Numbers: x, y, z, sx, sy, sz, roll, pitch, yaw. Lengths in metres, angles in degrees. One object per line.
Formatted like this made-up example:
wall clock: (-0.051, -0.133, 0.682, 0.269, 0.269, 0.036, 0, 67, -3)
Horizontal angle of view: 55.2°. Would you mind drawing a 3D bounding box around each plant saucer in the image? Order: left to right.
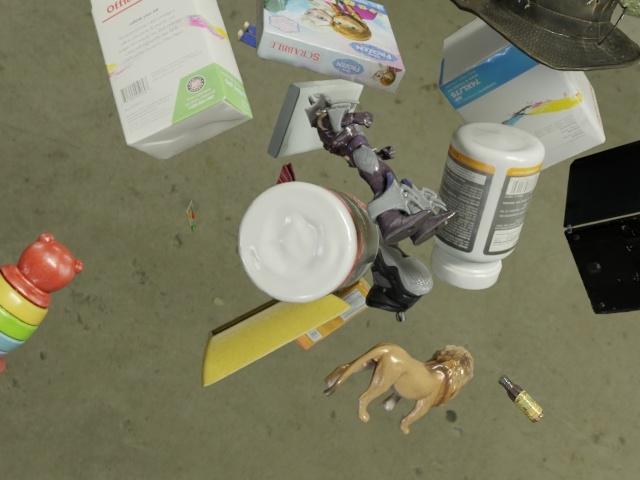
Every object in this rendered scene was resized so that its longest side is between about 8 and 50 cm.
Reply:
plant saucer: (-0.124, 0.188, 1.344, 0.333, 0.333, 0.080, -28, 90, -12)

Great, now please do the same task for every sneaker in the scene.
sneaker: (0.136, 0.063, 1.412, 0.101, 0.153, 0.268, -5, 44, -37)

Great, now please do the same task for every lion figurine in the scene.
lion figurine: (0.199, 0.319, 1.444, 0.392, 0.240, 0.142, 26, 20, -46)

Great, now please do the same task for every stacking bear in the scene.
stacking bear: (-0.613, 0.117, 1.221, 0.175, 0.164, 0.289, 45, 81, -12)

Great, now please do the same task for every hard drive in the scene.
hard drive: (-0.009, -0.387, 1.916, 0.047, 0.232, 0.353, 36, 32, 22)

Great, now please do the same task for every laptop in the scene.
laptop: (0.558, -0.029, 1.042, 0.137, 0.234, 0.264, -29, 99, -43)

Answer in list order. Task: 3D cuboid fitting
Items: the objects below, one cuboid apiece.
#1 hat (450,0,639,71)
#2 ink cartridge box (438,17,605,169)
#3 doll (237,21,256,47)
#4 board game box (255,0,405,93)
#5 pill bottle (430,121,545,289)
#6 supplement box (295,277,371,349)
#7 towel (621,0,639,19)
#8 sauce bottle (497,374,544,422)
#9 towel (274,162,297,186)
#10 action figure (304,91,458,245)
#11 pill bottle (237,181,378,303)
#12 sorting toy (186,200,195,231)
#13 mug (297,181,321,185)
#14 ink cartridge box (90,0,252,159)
hat: (0.360, -0.378, 0.904, 0.332, 0.133, 0.331, 12, 43, -11)
ink cartridge box: (0.388, -0.294, 1.186, 0.270, 0.197, 0.198, 45, 38, -26)
doll: (-0.144, -0.583, 1.804, 0.189, 0.046, 0.129, 27, 67, 6)
board game box: (0.013, -0.482, 1.392, 0.319, 0.065, 0.317, 10, 44, -17)
pill bottle: (0.290, -0.060, 1.111, 0.162, 0.278, 0.162, 5, 32, -3)
supplement box: (0.029, 0.184, 1.600, 0.080, 0.234, 0.078, 53, 9, -20)
towel: (0.650, -0.484, 1.157, 0.110, 0.148, 0.027, 30, 37, 19)
sauce bottle: (0.480, 0.380, 1.476, 0.128, 0.042, 0.042, 45, 56, 4)
towel: (-0.119, -0.072, 1.814, 0.031, 0.275, 0.198, -2, 60, -26)
action figure: (0.070, -0.120, 0.898, 0.285, 0.099, 0.185, 55, 15, 23)
pill bottle: (0.000, 0.000, 1.010, 0.177, 0.318, 0.176, 0, 91, 14)
sorting toy: (-0.373, -0.067, 1.780, 0.012, 0.083, 0.062, 0, 40, 1)
mug: (-0.054, -0.108, 1.894, 0.098, 0.157, 0.129, 8, 59, 5)
ink cartridge box: (-0.278, -0.352, 1.108, 0.207, 0.119, 0.353, -21, 78, 16)
